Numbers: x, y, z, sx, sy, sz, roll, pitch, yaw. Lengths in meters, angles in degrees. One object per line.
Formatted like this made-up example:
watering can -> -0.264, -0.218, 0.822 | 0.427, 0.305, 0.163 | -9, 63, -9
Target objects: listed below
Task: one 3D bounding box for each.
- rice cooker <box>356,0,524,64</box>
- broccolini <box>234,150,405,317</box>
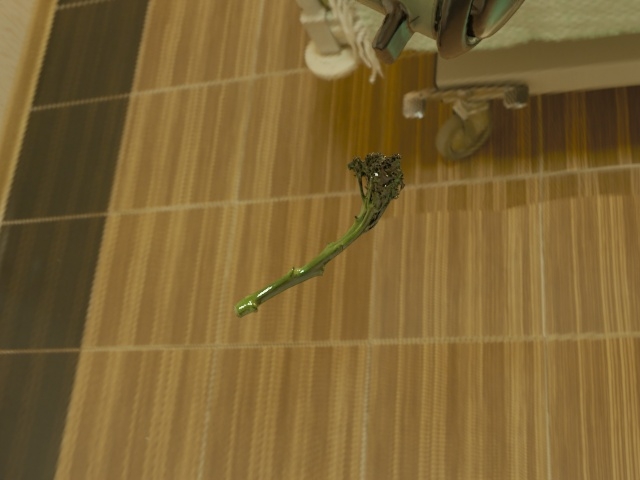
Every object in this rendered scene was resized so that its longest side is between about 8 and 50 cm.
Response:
rice cooker -> 0.085, -0.261, 0.580 | 0.227, 0.241, 0.280 | 29, 93, 12
broccolini -> 0.006, 0.003, 0.722 | 0.194, 0.052, 0.054 | -49, 27, 6
